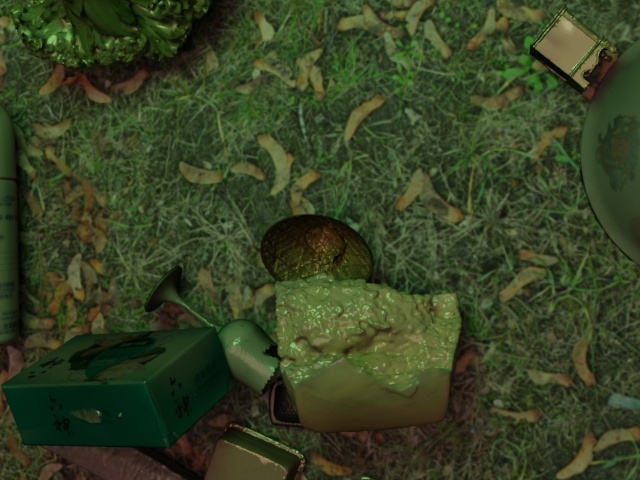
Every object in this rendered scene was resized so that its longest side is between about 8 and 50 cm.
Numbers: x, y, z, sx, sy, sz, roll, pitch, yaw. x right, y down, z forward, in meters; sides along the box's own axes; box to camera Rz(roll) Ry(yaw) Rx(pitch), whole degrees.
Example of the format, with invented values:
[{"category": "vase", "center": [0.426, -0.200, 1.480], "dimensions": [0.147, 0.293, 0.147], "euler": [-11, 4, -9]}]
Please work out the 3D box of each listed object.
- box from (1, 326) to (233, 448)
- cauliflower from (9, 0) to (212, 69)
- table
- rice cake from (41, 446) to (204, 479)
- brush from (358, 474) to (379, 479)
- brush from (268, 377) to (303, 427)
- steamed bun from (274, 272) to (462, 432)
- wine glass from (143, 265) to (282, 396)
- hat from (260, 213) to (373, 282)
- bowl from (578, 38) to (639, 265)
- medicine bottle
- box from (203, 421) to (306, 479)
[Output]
[{"category": "box", "center": [-0.254, 0.184, 1.150], "dimensions": [0.244, 0.153, 0.092], "euler": [-6, 108, 29]}, {"category": "cauliflower", "center": [-0.259, -0.348, 1.132], "dimensions": [0.272, 0.250, 0.275], "euler": [7, 97, 15]}, {"category": "table", "center": [0.302, -0.227, 1.093], "dimensions": [0.083, 0.079, 0.062], "euler": [42, 101, 7]}, {"category": "rice cake", "center": [-0.225, 0.320, 1.227], "dimensions": [0.365, 0.056, 0.073], "euler": [25, 84, 14]}, {"category": "brush", "center": [0.187, 0.386, 1.148], "dimensions": [0.321, 0.050, 0.060], "euler": [21, 99, 13]}, {"category": "brush", "center": [0.024, 0.218, 1.195], "dimensions": [0.193, 0.016, 0.063], "euler": [2, 90, 13]}, {"category": "steamed bun", "center": [0.061, 0.133, 1.107], "dimensions": [0.225, 0.170, 0.200], "euler": [-6, 88, 6]}, {"category": "wine glass", "center": [-0.133, 0.120, 1.198], "dimensions": [0.195, 0.079, 0.079], "euler": [36, 98, 10]}, {"category": "hat", "center": [0.000, 0.000, 1.178], "dimensions": [0.146, 0.067, 0.146], "euler": [7, 134, 7]}, {"category": "bowl", "center": [0.469, -0.104, 1.018], "dimensions": [0.345, 0.157, 0.346], "euler": [0, 90, 12]}, {"category": "medicine bottle", "center": [-0.480, -0.031, 1.248], "dimensions": [0.130, 0.130, 0.341], "euler": [0, 92, 13]}, {"category": "box", "center": [-0.091, 0.303, 1.200], "dimensions": [0.122, 0.062, 0.089], "euler": [22, 96, 12]}]
